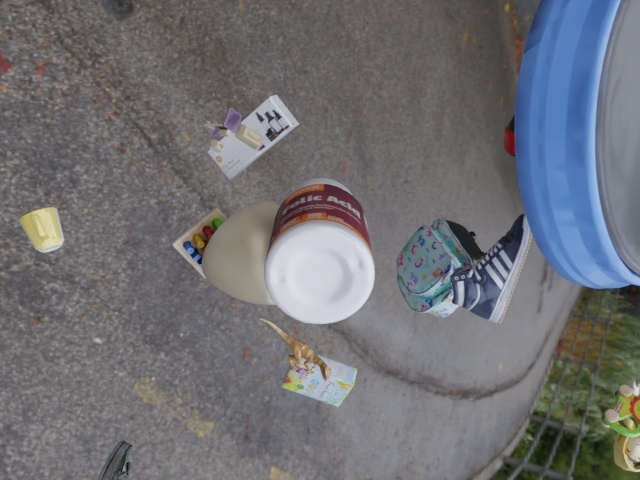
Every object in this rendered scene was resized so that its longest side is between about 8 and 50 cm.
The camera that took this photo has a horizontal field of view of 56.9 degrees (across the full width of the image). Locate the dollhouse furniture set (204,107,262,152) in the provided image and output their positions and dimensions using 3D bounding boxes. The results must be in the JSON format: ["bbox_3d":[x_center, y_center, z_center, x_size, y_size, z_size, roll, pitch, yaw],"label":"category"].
[{"bbox_3d":[-0.191,-0.210,1.238,0.114,0.081,0.090,28,75,-48],"label":"dollhouse furniture set"}]

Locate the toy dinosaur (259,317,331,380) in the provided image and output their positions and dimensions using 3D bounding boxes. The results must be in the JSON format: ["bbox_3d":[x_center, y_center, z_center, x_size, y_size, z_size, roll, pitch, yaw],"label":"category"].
[{"bbox_3d":[-0.057,0.252,1.407,0.064,0.212,0.112,-50,173,-34],"label":"toy dinosaur"}]

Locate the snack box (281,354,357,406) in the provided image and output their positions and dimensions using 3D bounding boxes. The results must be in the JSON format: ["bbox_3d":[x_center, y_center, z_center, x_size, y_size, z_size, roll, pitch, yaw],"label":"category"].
[{"bbox_3d":[-0.006,0.450,1.931,0.174,0.207,0.070,112,-5,-49],"label":"snack box"}]

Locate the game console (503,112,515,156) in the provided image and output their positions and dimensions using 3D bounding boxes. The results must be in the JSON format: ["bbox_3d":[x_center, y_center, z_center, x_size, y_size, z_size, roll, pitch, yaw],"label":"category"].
[{"bbox_3d":[0.562,-0.261,1.161,0.386,0.342,0.060,-49,133,-48],"label":"game console"}]

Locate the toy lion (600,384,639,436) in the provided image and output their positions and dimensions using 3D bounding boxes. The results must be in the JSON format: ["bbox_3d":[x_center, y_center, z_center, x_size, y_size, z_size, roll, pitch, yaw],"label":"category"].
[{"bbox_3d":[0.581,0.320,1.086,0.100,0.096,0.034,-43,151,-27],"label":"toy lion"}]

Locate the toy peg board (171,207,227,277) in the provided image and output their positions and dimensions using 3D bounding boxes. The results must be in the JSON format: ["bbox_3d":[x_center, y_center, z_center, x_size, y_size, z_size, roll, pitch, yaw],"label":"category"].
[{"bbox_3d":[-0.298,0.023,1.657,0.161,0.079,0.161,-39,130,-4],"label":"toy peg board"}]

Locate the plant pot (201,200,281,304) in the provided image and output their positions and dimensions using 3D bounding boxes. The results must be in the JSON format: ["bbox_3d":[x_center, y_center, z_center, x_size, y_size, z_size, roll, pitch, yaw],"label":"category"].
[{"bbox_3d":[-0.145,0.062,1.585,0.284,0.191,0.284,-35,150,-24],"label":"plant pot"}]

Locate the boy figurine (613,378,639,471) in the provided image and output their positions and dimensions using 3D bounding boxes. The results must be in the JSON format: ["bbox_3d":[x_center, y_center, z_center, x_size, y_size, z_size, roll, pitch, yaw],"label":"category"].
[{"bbox_3d":[0.733,0.377,1.288,0.285,0.177,0.092,-51,177,5],"label":"boy figurine"}]

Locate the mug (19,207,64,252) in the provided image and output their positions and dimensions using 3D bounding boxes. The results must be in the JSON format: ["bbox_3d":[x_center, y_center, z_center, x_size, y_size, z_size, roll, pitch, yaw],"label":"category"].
[{"bbox_3d":[-0.471,-0.015,0.997,0.064,0.062,0.078,67,15,4],"label":"mug"}]

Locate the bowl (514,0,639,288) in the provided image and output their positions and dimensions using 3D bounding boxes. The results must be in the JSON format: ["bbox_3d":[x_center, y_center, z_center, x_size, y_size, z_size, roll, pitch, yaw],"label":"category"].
[{"bbox_3d":[0.359,-0.136,0.656,0.391,0.077,0.390,-7,101,-38],"label":"bowl"}]

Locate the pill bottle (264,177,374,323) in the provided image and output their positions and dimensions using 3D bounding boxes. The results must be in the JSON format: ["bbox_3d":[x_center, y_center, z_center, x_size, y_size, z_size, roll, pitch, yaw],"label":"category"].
[{"bbox_3d":[0.000,0.000,1.336,0.392,0.224,0.224,-89,177,-68],"label":"pill bottle"}]

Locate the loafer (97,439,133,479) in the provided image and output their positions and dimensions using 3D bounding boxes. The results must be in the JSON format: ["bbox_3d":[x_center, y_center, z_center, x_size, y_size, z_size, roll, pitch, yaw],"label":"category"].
[{"bbox_3d":[-0.533,0.642,1.509,0.267,0.084,0.096,-70,175,-51],"label":"loafer"}]

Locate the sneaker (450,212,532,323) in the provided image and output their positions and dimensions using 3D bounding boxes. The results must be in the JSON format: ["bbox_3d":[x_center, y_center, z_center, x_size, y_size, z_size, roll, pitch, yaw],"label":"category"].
[{"bbox_3d":[0.412,0.052,1.450,0.099,0.153,0.282,-22,129,-71],"label":"sneaker"}]

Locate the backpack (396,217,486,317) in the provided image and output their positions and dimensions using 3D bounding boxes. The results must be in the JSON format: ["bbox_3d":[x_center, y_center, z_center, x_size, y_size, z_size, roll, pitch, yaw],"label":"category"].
[{"bbox_3d":[0.331,0.090,1.691,0.191,0.225,0.253,10,128,-33],"label":"backpack"}]

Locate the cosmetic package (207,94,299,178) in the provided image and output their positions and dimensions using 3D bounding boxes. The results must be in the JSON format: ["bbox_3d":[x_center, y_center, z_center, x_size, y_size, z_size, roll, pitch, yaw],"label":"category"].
[{"bbox_3d":[-0.181,-0.272,1.566,0.099,0.239,0.060,52,24,-4],"label":"cosmetic package"}]
